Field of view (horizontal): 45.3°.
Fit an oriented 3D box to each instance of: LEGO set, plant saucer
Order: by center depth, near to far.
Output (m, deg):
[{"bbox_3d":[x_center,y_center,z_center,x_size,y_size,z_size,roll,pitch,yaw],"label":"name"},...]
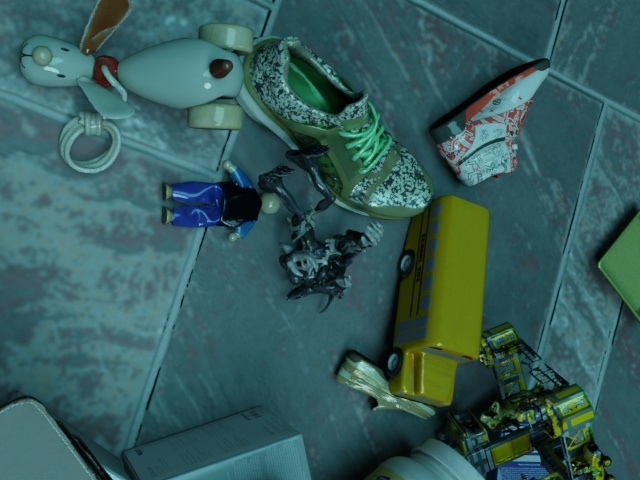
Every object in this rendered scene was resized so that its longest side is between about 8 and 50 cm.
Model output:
[{"bbox_3d":[0.295,0.301,1.246,0.192,0.331,0.254,-22,121,-7],"label":"LEGO set"},{"bbox_3d":[0.644,0.049,1.546,0.188,0.045,0.188,-46,107,-17],"label":"plant saucer"}]

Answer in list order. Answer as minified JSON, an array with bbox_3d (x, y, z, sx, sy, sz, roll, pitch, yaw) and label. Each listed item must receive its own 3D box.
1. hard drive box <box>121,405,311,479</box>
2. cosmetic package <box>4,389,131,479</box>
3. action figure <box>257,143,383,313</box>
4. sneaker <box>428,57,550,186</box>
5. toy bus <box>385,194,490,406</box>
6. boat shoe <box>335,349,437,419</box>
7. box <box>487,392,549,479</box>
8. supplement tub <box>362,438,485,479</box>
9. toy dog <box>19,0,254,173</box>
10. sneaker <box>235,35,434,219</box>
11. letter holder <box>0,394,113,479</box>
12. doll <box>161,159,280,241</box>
[{"bbox_3d":[-0.156,0.336,1.127,0.232,0.181,0.089,-13,96,-22],"label":"hard drive box"},{"bbox_3d":[-0.444,0.410,1.017,0.197,0.155,0.365,38,77,-15],"label":"cosmetic package"},{"bbox_3d":[0.000,0.000,1.201,0.164,0.141,0.275,-32,115,-23],"label":"action figure"},{"bbox_3d":[0.331,-0.209,1.391,0.270,0.090,0.145,-36,104,-16],"label":"sneaker"},{"bbox_3d":[0.202,0.102,1.290,0.108,0.130,0.332,20,66,-23],"label":"toy bus"},{"bbox_3d":[0.109,0.262,1.311,0.190,0.068,0.072,33,90,-10],"label":"boat shoe"},{"bbox_3d":[0.380,0.402,1.435,0.137,0.036,0.225,9,85,-22],"label":"box"},{"bbox_3d":[0.115,0.497,1.210,0.331,0.241,0.241,-35,103,-20],"label":"supplement tub"},{"bbox_3d":[-0.242,-0.236,1.073,0.334,0.161,0.220,-18,95,-10],"label":"toy dog"},{"bbox_3d":[0.039,-0.172,1.212,0.410,0.182,0.158,37,76,-19],"label":"sneaker"},{"bbox_3d":[-0.402,0.331,0.876,0.302,0.152,0.214,-37,98,-18],"label":"letter holder"},{"bbox_3d":[-0.151,-0.062,1.204,0.189,0.046,0.128,0,91,-23],"label":"doll"}]
